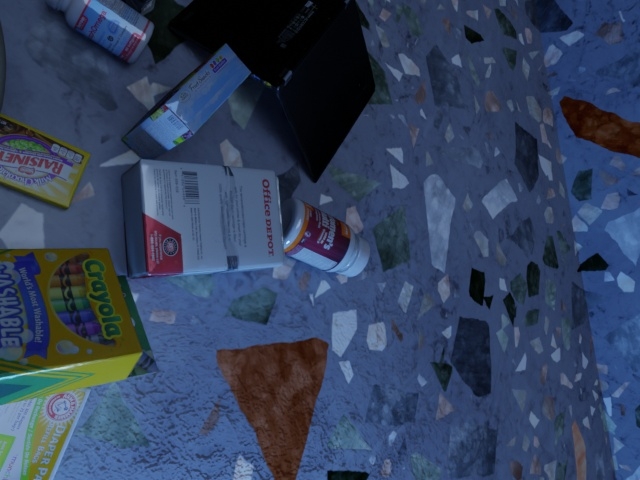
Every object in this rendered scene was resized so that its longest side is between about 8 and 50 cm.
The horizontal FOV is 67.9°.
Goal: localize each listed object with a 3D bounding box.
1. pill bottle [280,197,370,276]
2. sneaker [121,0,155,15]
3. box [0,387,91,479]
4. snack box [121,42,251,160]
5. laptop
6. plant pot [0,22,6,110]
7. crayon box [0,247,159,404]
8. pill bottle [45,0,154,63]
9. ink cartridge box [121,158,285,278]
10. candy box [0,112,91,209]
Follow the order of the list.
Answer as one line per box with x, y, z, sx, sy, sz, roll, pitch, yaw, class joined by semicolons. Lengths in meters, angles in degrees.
0.000;0.000;1.065;0.221;0.121;0.121;25;68;-34;pill bottle
-0.389;-0.483;0.845;0.226;0.086;0.163;-25;97;-40;sneaker
-0.435;0.291;0.681;0.114;0.103;0.203;29;66;-32;box
-0.243;-0.238;0.848;0.070;0.207;0.174;46;57;-24;snack box
-0.075;-0.428;1.136;0.408;0.236;0.382;30;61;0;laptop
-0.522;-0.220;0.591;0.284;0.284;0.191;-41;119;-35;plant pot
-0.397;0.111;0.671;0.323;0.083;0.203;1;48;-46;crayon box
-0.384;-0.392;0.835;0.160;0.087;0.087;28;67;-32;pill bottle
-0.215;-0.036;0.900;0.273;0.114;0.197;-1;83;-38;ink cartridge box
-0.487;-0.136;0.752;0.206;0.027;0.105;25;70;-33;candy box
